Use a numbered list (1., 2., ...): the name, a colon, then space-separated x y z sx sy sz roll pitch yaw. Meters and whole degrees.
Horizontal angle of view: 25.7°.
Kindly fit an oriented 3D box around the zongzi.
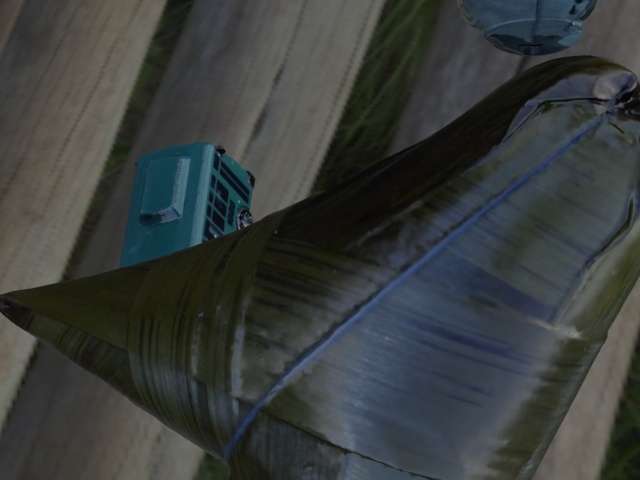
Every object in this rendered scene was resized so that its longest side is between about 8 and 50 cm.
1. zongzi: 0.000 0.000 0.716 0.300 0.138 0.286 28 96 14

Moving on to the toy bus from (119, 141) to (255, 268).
1. toy bus: -0.105 0.003 1.081 0.092 0.079 0.160 49 39 -50

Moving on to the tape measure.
1. tape measure: 0.192 -0.320 1.353 0.147 0.275 0.256 -3 48 5
